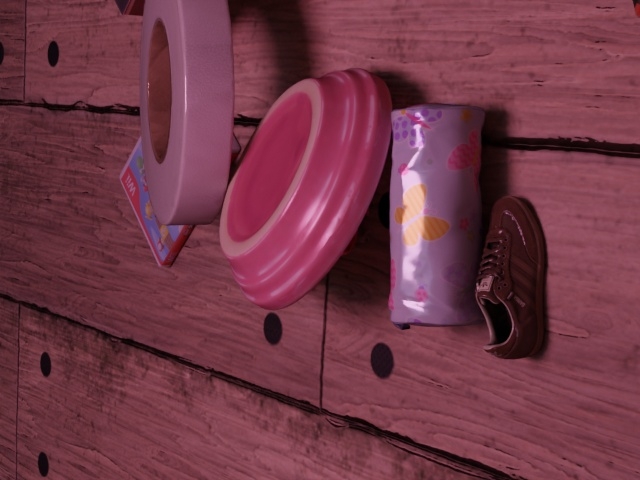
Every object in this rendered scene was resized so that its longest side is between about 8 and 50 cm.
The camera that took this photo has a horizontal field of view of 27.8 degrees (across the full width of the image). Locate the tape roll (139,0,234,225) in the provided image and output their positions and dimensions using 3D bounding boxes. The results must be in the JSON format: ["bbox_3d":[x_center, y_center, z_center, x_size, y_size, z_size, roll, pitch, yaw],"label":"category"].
[{"bbox_3d":[-0.198,-0.213,1.853,0.392,0.072,0.392,179,90,-73],"label":"tape roll"}]

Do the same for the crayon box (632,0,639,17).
[{"bbox_3d":[0.320,-0.414,1.305,0.202,0.081,0.318,-36,64,47],"label":"crayon box"}]

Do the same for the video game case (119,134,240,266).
[{"bbox_3d":[-0.233,-0.124,2.087,0.285,0.025,0.204,-55,51,38],"label":"video game case"}]

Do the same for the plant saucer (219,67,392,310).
[{"bbox_3d":[-0.034,-0.077,1.652,0.332,0.084,0.332,-48,27,35],"label":"plant saucer"}]

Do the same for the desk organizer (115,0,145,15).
[{"bbox_3d":[-0.324,-0.434,2.169,0.047,0.050,0.130,-56,50,37],"label":"desk organizer"}]

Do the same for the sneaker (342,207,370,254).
[{"bbox_3d":[0.000,0.000,1.744,0.094,0.081,0.208,53,130,34],"label":"sneaker"}]

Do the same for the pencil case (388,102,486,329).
[{"bbox_3d":[0.141,-0.029,1.530,0.113,0.124,0.273,1,93,32],"label":"pencil case"}]

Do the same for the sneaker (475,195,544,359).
[{"bbox_3d":[0.212,0.042,1.475,0.066,0.071,0.188,-14,81,52],"label":"sneaker"}]
